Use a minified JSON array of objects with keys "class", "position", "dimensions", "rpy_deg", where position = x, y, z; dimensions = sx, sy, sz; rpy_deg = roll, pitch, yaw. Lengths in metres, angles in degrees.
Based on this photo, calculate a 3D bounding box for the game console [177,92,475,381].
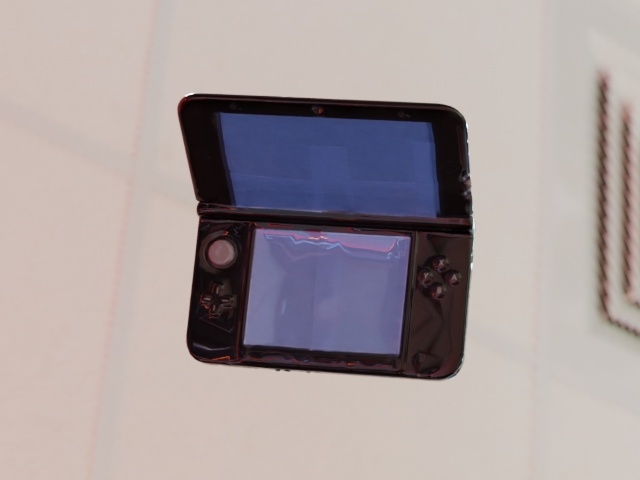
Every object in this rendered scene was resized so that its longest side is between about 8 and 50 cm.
[{"class":"game console","position":[0.000,0.000,0.983],"dimensions":[0.085,0.144,0.124],"rpy_deg":[48,-133,-74]}]
